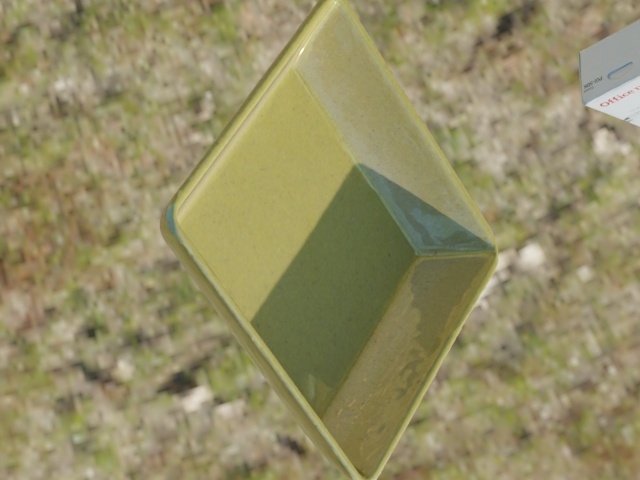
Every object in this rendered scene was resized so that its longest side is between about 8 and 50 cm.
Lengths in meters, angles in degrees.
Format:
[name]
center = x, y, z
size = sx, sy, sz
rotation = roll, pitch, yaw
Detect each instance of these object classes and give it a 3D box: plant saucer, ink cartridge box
[plant saucer]
center = 0.000, 0.000, 1.747
size = 0.081, 0.333, 0.333
rotation = -11, 123, 41
[ink cartridge box]
center = 0.309, -0.143, 1.696
size = 0.135, 0.056, 0.099
rotation = 17, 151, -37
